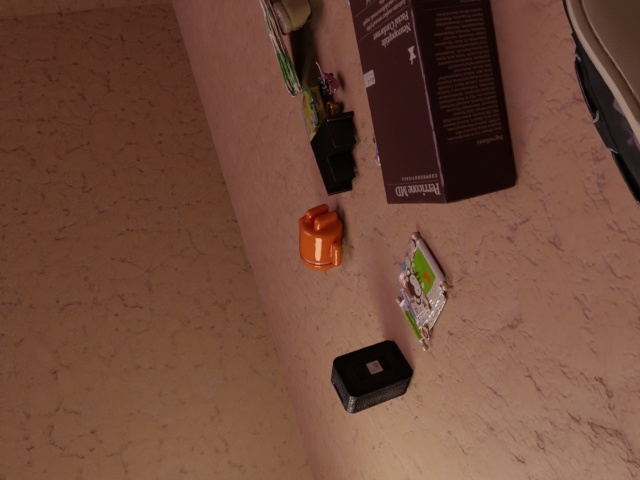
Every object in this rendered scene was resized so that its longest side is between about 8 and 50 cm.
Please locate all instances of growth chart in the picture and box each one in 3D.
[{"bbox_3d":[0.218,0.109,1.119,0.237,0.021,0.171,96,154,-44],"label":"growth chart"}]

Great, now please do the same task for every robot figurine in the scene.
[{"bbox_3d":[-0.001,-0.001,1.496,0.128,0.158,0.219,-65,-17,-47],"label":"robot figurine"}]

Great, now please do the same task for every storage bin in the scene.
[{"bbox_3d":[0.128,0.345,1.296,0.084,0.180,0.122,93,154,-43],"label":"storage bin"}]

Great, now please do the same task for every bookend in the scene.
[{"bbox_3d":[0.048,-0.216,1.279,0.157,0.073,0.156,137,116,-68],"label":"bookend"}]

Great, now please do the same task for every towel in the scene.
[{"bbox_3d":[-0.123,-0.555,1.391,0.248,0.038,0.324,-96,-15,-72],"label":"towel"}]

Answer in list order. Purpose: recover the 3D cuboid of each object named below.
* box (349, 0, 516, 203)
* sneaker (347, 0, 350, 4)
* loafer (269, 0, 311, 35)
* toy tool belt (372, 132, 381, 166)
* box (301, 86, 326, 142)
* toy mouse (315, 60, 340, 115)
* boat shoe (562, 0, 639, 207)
[{"bbox_3d":[0.169,-0.254,0.810,0.191,0.143,0.380,-172,67,-70],"label":"box"},{"bbox_3d":[0.090,-0.506,0.909,0.256,0.094,0.150,-127,34,-69],"label":"sneaker"},{"bbox_3d":[-0.073,-0.595,1.326,0.268,0.092,0.101,-104,-8,-60],"label":"loafer"},{"bbox_3d":[0.145,-0.194,1.074,0.051,0.052,0.083,8,118,36],"label":"toy tool belt"},{"bbox_3d":[-0.017,-0.340,1.371,0.179,0.043,0.105,133,122,-85],"label":"box"},{"bbox_3d":[0.022,-0.385,1.279,0.161,0.031,0.142,151,102,-81],"label":"toy mouse"},{"bbox_3d":[0.312,-0.168,0.497,0.113,0.127,0.339,51,-162,-79],"label":"boat shoe"}]
